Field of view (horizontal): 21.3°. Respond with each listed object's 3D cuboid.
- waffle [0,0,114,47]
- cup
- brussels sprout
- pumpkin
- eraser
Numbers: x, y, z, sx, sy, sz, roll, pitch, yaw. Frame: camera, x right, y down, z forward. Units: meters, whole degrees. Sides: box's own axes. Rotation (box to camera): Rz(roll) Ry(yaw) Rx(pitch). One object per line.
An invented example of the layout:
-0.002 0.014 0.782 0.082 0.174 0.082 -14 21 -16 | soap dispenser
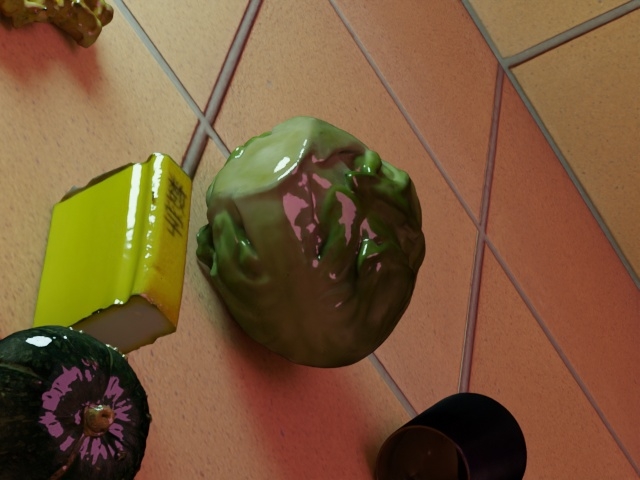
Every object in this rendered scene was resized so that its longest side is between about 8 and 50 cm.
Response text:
-0.338 -0.326 1.973 0.249 0.056 0.253 59 22 -14 | waffle
0.190 0.338 2.326 0.177 0.166 0.239 -11 77 -63 | cup
0.000 0.000 2.151 0.328 0.247 0.328 52 25 -37 | brussels sprout
-0.245 0.170 1.577 0.190 0.146 0.190 -3 90 -65 | pumpkin
-0.215 0.023 1.772 0.069 0.158 0.226 45 31 -35 | eraser
